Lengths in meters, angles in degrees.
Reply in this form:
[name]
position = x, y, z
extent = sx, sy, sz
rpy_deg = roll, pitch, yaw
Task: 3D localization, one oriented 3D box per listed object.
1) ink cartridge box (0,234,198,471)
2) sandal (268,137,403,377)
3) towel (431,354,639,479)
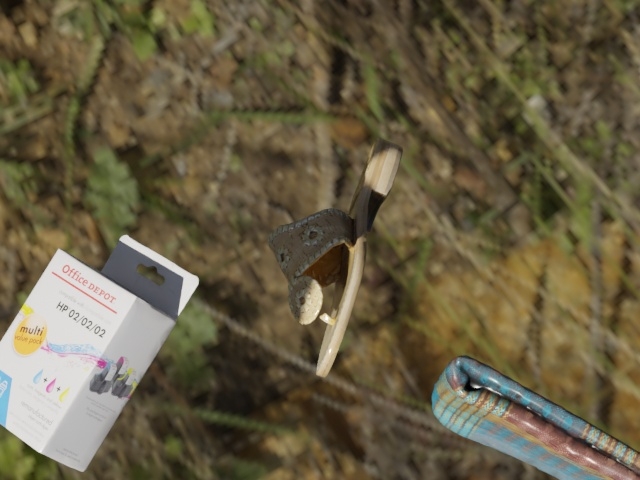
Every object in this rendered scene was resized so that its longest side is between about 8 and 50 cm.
[ink cartridge box]
position = -0.190, 0.079, 1.595
extent = 0.181, 0.104, 0.061
rpy_deg = -59, 142, -4
[sandal]
position = -0.002, 0.004, 1.594
extent = 0.079, 0.240, 0.088
rpy_deg = 21, 140, -3
[towel]
position = 0.202, 0.168, 1.441
extent = 0.040, 0.271, 0.370
rpy_deg = -61, 174, -5
